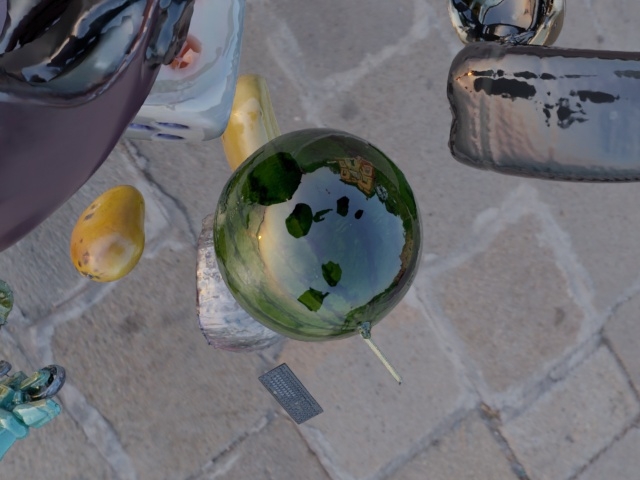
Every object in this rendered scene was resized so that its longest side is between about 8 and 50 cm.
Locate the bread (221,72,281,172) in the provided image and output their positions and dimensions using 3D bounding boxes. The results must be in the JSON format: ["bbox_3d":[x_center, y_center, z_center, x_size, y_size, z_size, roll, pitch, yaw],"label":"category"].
[{"bbox_3d":[-0.115,-0.168,1.596,0.098,0.147,0.217,-14,125,3],"label":"bread"}]

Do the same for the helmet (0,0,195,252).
[{"bbox_3d":[-0.215,-0.119,0.544,0.270,0.197,0.338,23,50,5],"label":"helmet"}]

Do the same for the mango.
[{"bbox_3d":[-0.317,-0.009,1.426,0.115,0.178,0.090,-23,132,11],"label":"mango"}]

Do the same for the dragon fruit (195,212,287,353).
[{"bbox_3d":[-0.094,0.091,1.730,0.221,0.204,0.283,-5,147,7],"label":"dragon fruit"}]

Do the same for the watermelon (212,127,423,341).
[{"bbox_3d":[-0.002,-0.004,1.082,0.242,0.242,0.243,-4,100,-22],"label":"watermelon"}]

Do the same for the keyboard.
[{"bbox_3d":[-0.056,0.304,1.878,0.063,0.010,0.198,-30,136,3],"label":"keyboard"}]

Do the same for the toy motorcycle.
[{"bbox_3d":[-0.602,0.331,1.767,0.296,0.198,0.109,-28,123,13],"label":"toy motorcycle"}]

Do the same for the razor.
[{"bbox_3d":[0.346,-0.175,1.306,0.113,0.348,0.205,-59,147,-45],"label":"razor"}]

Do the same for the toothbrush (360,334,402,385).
[{"bbox_3d":[0.089,0.193,2.029,0.028,0.294,0.026,-22,147,-21],"label":"toothbrush"}]

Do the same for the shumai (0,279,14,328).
[{"bbox_3d":[-0.732,0.142,1.607,0.348,0.395,0.395,30,86,18],"label":"shumai"}]

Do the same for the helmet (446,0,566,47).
[{"bbox_3d":[0.321,-0.386,1.602,0.198,0.130,0.225,-12,69,19],"label":"helmet"}]

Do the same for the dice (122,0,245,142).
[{"bbox_3d":[-0.179,-0.208,0.968,0.191,0.194,0.193,4,85,-10],"label":"dice"}]
